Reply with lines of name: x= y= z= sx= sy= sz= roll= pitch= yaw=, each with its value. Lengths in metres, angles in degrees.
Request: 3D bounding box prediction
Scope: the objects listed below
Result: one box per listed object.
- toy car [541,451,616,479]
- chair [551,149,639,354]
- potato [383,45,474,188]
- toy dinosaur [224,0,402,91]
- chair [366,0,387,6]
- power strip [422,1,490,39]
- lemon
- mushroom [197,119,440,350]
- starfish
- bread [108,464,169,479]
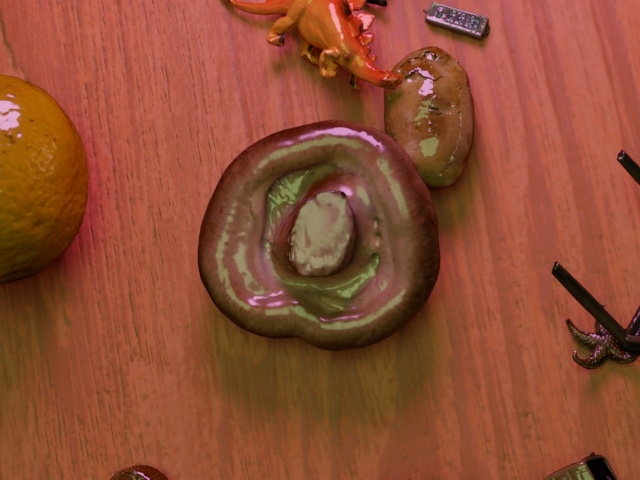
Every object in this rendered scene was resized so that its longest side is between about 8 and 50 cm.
toy car: x=0.304 y=0.358 z=1.572 sx=0.124 sy=0.101 sz=0.257 roll=-29 pitch=75 yaw=21
chair: x=0.406 y=0.051 z=1.587 sx=0.272 sy=0.166 sz=0.188 roll=42 pitch=71 yaw=-27
potato: x=0.124 y=-0.142 z=1.719 sx=0.107 sy=0.080 sz=0.171 roll=-2 pitch=78 yaw=24
toy dinosaur: x=-0.003 y=-0.265 z=1.754 sx=0.288 sy=0.070 sz=0.117 roll=38 pitch=106 yaw=30
chair: x=0.071 y=-0.431 z=1.760 sx=0.154 sy=0.141 sz=0.260 roll=29 pitch=81 yaw=14
power strip: x=0.160 y=-0.260 z=1.770 sx=0.083 sy=0.017 sz=0.027 roll=18 pitch=80 yaw=11
lemon: x=-0.381 y=-0.062 z=1.705 sx=0.228 sy=0.228 sz=0.254 roll=1 pitch=87 yaw=9
mushroom: x=0.000 y=0.000 z=1.675 sx=0.278 sy=0.146 sz=0.278 roll=0 pitch=91 yaw=8
starfish: x=0.313 y=0.110 z=1.660 sx=0.091 sy=0.028 sz=0.078 roll=23 pitch=70 yaw=13
bread: x=-0.204 y=0.296 z=1.691 sx=0.085 sy=0.053 sz=0.085 roll=-1 pitch=86 yaw=18
